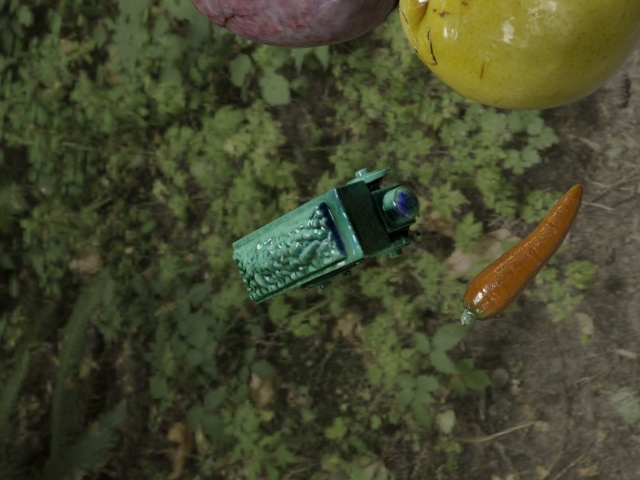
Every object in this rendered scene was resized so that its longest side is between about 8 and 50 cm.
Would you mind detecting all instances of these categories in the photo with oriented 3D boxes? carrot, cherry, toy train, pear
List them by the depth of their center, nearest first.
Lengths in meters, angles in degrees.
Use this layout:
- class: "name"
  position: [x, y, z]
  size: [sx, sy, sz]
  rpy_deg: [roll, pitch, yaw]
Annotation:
- class: "toy train"
  position: [0.000, 0.000, 0.764]
  size: [0.172, 0.099, 0.070]
  rpy_deg: [-27, 85, 51]
- class: "carrot"
  position: [0.156, 0.013, 0.772]
  size: [0.142, 0.035, 0.035]
  rpy_deg: [-46, 58, -1]
- class: "cherry"
  position: [-0.032, -0.270, 0.956]
  size: [0.250, 0.192, 0.175]
  rpy_deg: [-2, 109, 16]
- class: "pear"
  position: [0.281, -0.344, 1.398]
  size: [0.348, 0.348, 0.348]
  rpy_deg: [-1, 88, 40]
